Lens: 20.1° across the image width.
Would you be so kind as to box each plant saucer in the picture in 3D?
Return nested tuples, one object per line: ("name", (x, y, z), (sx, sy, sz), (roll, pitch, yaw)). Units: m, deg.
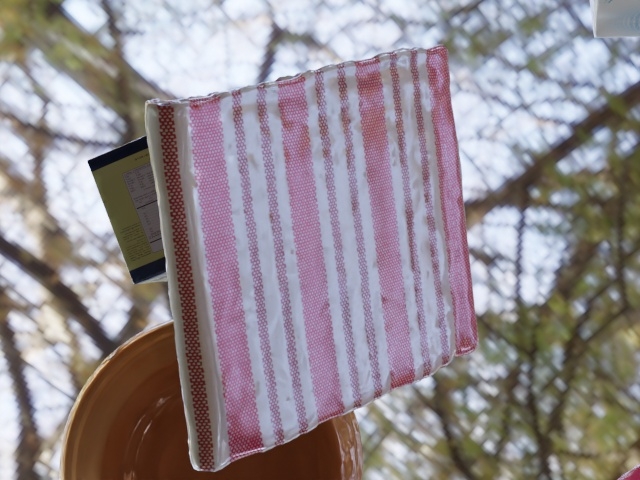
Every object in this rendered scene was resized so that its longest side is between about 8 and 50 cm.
("plant saucer", (-0.066, 0.147, 1.157), (0.200, 0.200, 0.037), (-55, -168, -9))

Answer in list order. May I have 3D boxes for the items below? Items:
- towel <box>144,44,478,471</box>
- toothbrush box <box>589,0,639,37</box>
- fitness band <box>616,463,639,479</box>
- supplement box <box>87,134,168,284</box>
("towel", (0.000, 0.000, 0.739), (0.029, 0.197, 0.144), (0, -78, 38))
("toothbrush box", (0.335, -0.319, 1.491), (0.216, 0.295, 0.126), (0, -135, 3))
("fitness band", (0.220, 0.129, 0.646), (0.291, 0.209, 0.054), (-30, -143, 50))
("supplement box", (-0.097, -0.021, 1.142), (0.056, 0.083, 0.083), (-22, -94, 11))
